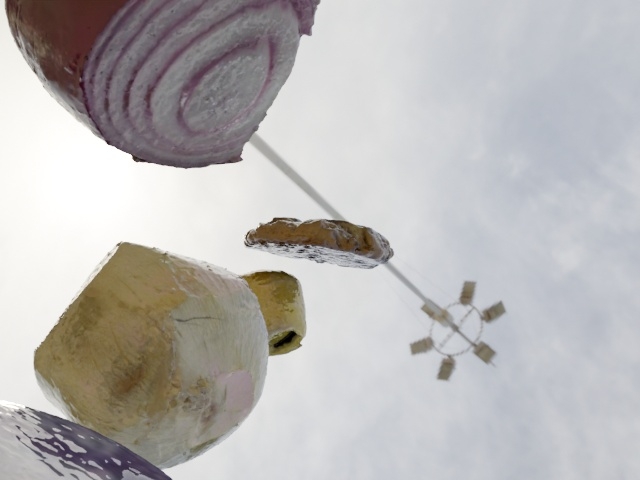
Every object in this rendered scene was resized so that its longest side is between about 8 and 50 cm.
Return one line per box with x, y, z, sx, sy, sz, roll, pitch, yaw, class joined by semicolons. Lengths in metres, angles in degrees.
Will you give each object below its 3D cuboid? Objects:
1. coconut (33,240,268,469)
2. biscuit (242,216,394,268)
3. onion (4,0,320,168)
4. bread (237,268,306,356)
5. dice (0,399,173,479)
-0.207;0.159;0.994;0.254;0.297;0.297;21;-105;29;coconut
0.004;0.000;1.523;0.289;0.334;0.081;2;-97;25;biscuit
-0.137;-0.187;0.567;0.207;0.206;0.216;53;-55;33;onion
-0.125;0.146;1.541;0.197;0.197;0.170;-26;-116;26;bread
-0.244;0.279;0.516;0.271;0.270;0.270;23;-93;26;dice
